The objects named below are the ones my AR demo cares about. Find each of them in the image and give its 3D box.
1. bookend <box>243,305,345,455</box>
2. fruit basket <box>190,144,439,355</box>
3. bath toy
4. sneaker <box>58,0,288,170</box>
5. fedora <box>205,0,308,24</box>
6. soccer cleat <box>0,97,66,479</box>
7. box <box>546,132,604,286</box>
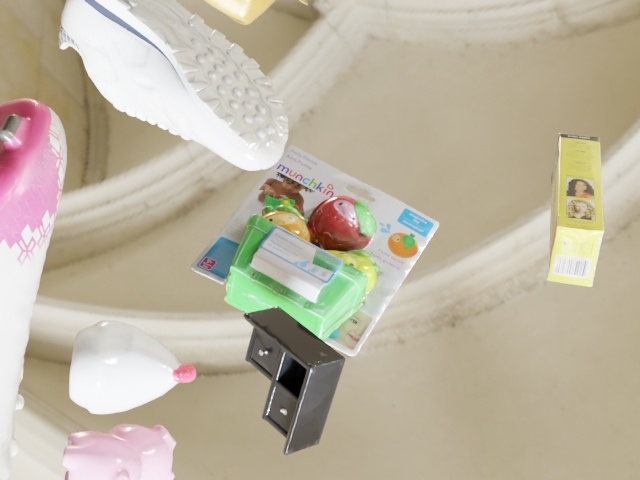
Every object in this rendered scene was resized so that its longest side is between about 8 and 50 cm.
[{"bbox_3d":[-0.057,0.207,1.553,0.157,0.072,0.156,36,-60,36],"label":"bookend"},{"bbox_3d":[0.000,0.000,1.822,0.327,0.165,0.353,29,-121,11],"label":"fruit basket"},{"bbox_3d":[-0.206,0.255,1.088,0.129,0.348,0.151,5,-172,-9],"label":"bath toy"},{"bbox_3d":[-0.125,-0.133,0.871,0.235,0.090,0.095,45,-56,13],"label":"sneaker"},{"bbox_3d":[-0.107,-0.307,1.190,0.079,0.194,0.194,-54,-133,9],"label":"fedora"},{"bbox_3d":[-0.217,0.073,0.582,0.116,0.143,0.331,-3,-129,35],"label":"soccer cleat"},{"bbox_3d":[0.323,-0.044,1.314,0.058,0.087,0.232,7,-144,8],"label":"box"}]
